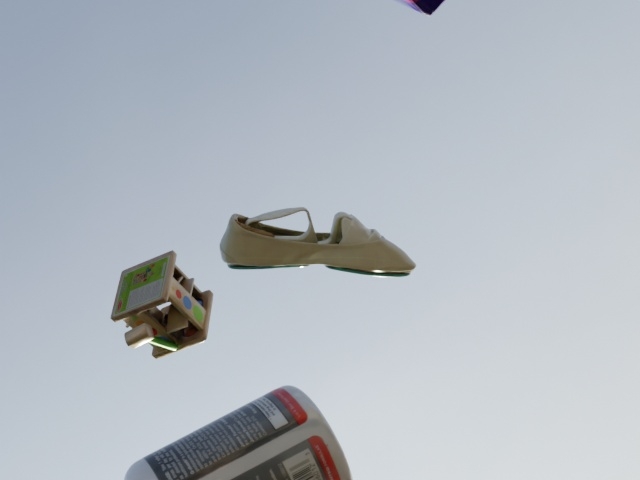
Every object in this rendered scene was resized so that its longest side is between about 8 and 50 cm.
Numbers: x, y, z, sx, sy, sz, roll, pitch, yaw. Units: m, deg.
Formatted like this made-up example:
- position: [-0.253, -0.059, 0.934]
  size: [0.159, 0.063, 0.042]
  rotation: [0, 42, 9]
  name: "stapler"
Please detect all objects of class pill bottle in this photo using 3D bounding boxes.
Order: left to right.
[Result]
- position: [-0.152, 0.374, 1.367]
  size: [0.363, 0.210, 0.210]
  rotation: [-24, -55, -19]
  name: "pill bottle"

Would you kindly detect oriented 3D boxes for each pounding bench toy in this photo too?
- position: [-0.124, 0.065, 0.753]
  size: [0.052, 0.083, 0.065]
  rotation: [-22, -51, 21]
  name: "pounding bench toy"

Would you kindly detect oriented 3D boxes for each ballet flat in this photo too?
- position: [0.000, 0.000, 1.188]
  size: [0.249, 0.086, 0.086]
  rotation: [2, -66, -7]
  name: "ballet flat"

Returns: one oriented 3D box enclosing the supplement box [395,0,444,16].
- position: [0.003, -0.234, 0.475]
  size: [0.111, 0.114, 0.220]
  rotation: [-47, -60, 5]
  name: "supplement box"
